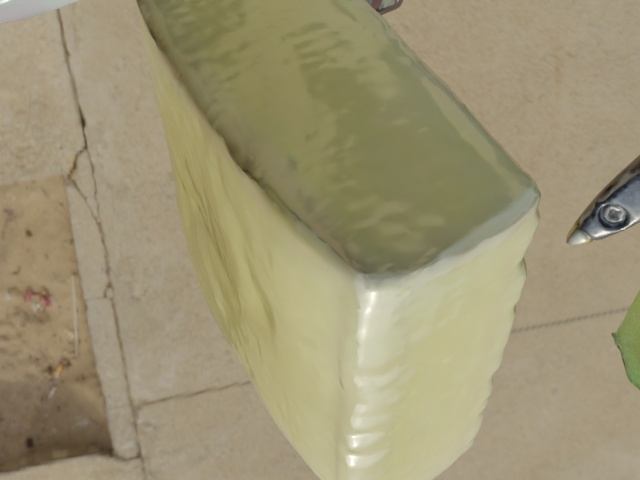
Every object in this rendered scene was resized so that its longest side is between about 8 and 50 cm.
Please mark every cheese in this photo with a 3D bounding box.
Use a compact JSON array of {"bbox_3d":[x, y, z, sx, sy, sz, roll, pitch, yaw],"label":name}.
[{"bbox_3d":[0.000,0.000,0.565,0.123,0.242,0.266,-22,146,-15],"label":"cheese"}]

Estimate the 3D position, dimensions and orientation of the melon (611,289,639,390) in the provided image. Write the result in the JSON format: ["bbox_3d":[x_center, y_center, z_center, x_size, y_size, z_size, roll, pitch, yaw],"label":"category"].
[{"bbox_3d":[0.473,0.050,0.988,0.331,0.226,0.344,-31,153,-49],"label":"melon"}]

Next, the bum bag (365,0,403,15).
[{"bbox_3d":[0.111,-0.421,1.536,0.109,0.026,0.159,-28,156,-34],"label":"bum bag"}]

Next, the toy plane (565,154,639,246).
[{"bbox_3d":[0.225,-0.087,0.410,0.204,0.103,0.316,45,113,-4],"label":"toy plane"}]

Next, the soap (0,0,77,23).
[{"bbox_3d":[-0.414,-0.286,0.871,0.446,0.261,0.156,-15,83,-11],"label":"soap"}]
